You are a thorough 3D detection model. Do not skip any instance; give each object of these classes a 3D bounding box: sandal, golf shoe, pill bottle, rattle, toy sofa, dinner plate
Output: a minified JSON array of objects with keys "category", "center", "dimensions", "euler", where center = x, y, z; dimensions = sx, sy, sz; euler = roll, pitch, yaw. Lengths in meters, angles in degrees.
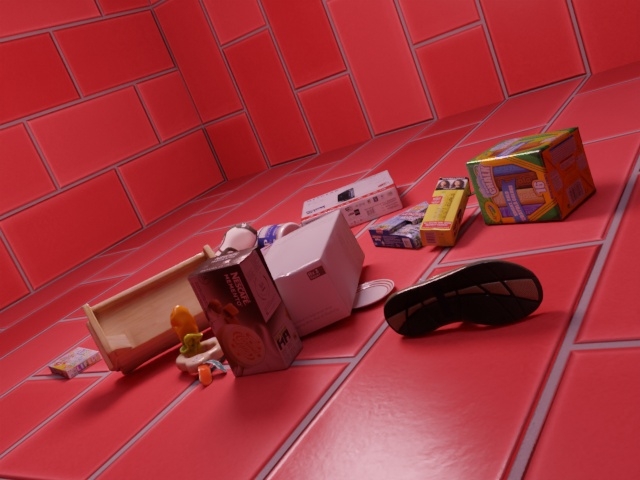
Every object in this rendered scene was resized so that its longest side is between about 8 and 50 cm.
[{"category":"sandal","center":[0.261,0.101,1.250],"dimensions":[0.302,0.120,0.086],"euler":[-14,5,31]},{"category":"golf shoe","center":[-0.294,0.057,2.143],"dimensions":[0.273,0.105,0.120],"euler":[-45,24,30]},{"category":"pill bottle","center":[-0.146,0.004,2.174],"dimensions":[0.186,0.112,0.112],"euler":[-6,21,48]},{"category":"rattle","center":[-0.280,0.232,1.524],"dimensions":[0.130,0.143,0.199],"euler":[-5,7,-7]},{"category":"toy sofa","center":[-0.401,0.178,1.705],"dimensions":[0.362,0.150,0.177],"euler":[-28,-22,-20]},{"category":"dinner plate","center":[0.107,0.129,1.554],"dimensions":[0.141,0.017,0.141],"euler":[-20,16,6]}]

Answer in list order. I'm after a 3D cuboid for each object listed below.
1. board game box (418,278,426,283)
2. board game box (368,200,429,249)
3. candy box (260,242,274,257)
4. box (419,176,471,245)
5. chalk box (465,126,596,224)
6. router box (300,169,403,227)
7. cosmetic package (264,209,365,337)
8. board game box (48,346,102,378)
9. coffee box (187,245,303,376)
[{"category":"board game box","center":[0.260,0.097,1.353],"dimensions":[0.090,0.020,0.090],"euler":[8,3,-23]},{"category":"board game box","center":[0.267,-0.046,1.859],"dimensions":[0.194,0.060,0.194],"euler":[-31,17,-26]},{"category":"candy box","center":[-0.211,0.087,1.977],"dimensions":[0.165,0.070,0.196],"euler":[-34,5,-34]},{"category":"box","center":[0.328,-0.078,1.747],"dimensions":[0.087,0.058,0.232],"euler":[2,41,27]},{"category":"chalk box","center":[0.499,-0.156,1.679],"dimensions":[0.180,0.179,0.289],"euler":[-32,17,-34]},{"category":"router box","center":[0.103,-0.124,2.322],"dimensions":[0.335,0.082,0.301],"euler":[-21,15,6]},{"category":"cosmetic package","center":[-0.030,0.081,1.620],"dimensions":[0.217,0.156,0.385],"euler":[-25,15,18]},{"category":"board game box","center":[-0.708,0.351,1.923],"dimensions":[0.103,0.026,0.154],"euler":[-33,18,-37]},{"category":"coffee box","center":[-0.155,0.150,1.402],"dimensions":[0.141,0.246,0.098],"euler":[-14,17,27]}]
